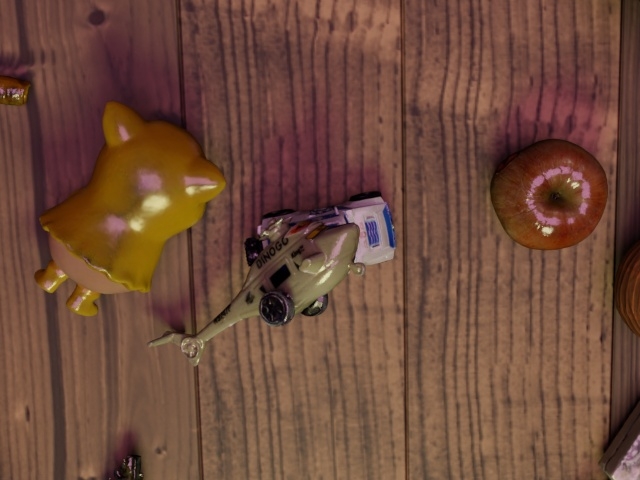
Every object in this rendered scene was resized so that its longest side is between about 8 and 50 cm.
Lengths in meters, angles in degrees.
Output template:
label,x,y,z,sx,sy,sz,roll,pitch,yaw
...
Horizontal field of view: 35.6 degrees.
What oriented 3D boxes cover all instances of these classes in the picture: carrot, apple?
label,x,y,z,sx,sy,sz,roll,pitch,yaw
carrot,-0.403,-0.169,1.090,0.170,0.042,0.042,6,100,-6
apple,0.255,-0.050,1.107,0.125,0.102,0.126,0,97,2

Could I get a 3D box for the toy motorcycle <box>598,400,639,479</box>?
label,x,y,z,sx,sy,sz,roll,pitch,yaw
toy motorcycle,0.451,0.272,1.171,0.222,0.108,0.341,32,90,-2

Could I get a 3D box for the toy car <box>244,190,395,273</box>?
label,x,y,z,sx,sy,sz,roll,pitch,yaw
toy car,0.000,0.000,1.121,0.170,0.070,0.080,-11,101,-1

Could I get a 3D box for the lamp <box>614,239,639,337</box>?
label,x,y,z,sx,sy,sz,roll,pitch,yaw
lamp,0.397,0.055,1.119,0.136,0.136,0.137,0,100,-2

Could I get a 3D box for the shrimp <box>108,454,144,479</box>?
label,x,y,z,sx,sy,sz,roll,pitch,yaw
shrimp,-0.184,0.350,1.191,0.150,0.051,0.217,-5,108,-5

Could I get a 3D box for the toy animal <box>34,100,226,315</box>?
label,x,y,z,sx,sy,sz,roll,pitch,yaw
toy animal,-0.216,-0.025,1.074,0.156,0.156,0.230,34,100,-8

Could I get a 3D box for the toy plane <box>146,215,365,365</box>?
label,x,y,z,sx,sy,sz,roll,pitch,yaw
toy plane,-0.068,0.058,1.071,0.286,0.092,0.108,-40,77,28
